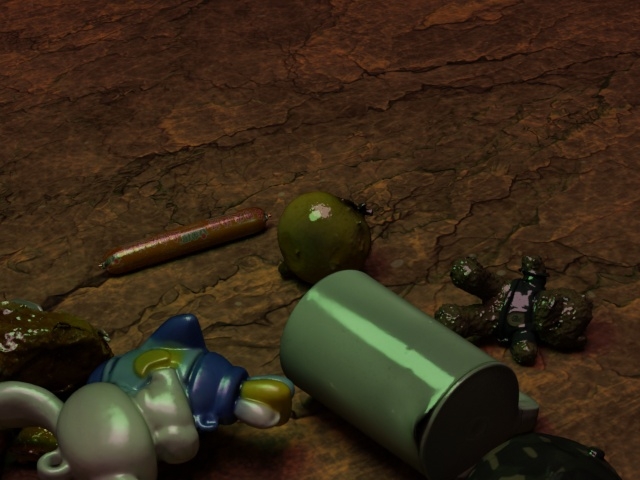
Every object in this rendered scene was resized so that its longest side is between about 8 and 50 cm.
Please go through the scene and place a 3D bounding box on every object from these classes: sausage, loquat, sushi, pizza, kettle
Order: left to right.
[{"bbox_3d":[-0.459,0.178,1.854,0.296,0.167,0.179,-14,28,-34],"label":"sushi"},{"bbox_3d":[-0.403,0.303,1.789,0.131,0.041,0.178,-27,38,-36],"label":"pizza"},{"bbox_3d":[-0.251,-0.002,2.251,0.347,0.053,0.053,-17,33,-19],"label":"sausage"},{"bbox_3d":[0.000,0.000,2.123,0.172,0.204,0.149,45,27,-3],"label":"loquat"},{"bbox_3d":[0.128,0.209,1.758,0.318,0.265,0.205,29,77,43],"label":"kettle"}]

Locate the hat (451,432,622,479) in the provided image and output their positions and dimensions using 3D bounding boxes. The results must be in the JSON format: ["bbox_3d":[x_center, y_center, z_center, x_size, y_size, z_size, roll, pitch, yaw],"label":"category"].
[{"bbox_3d":[0.209,0.397,1.410,0.366,0.257,0.381,20,20,38],"label":"hat"}]

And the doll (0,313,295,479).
[{"bbox_3d":[-0.242,0.256,1.710,0.365,0.187,0.376,-30,64,-34],"label":"doll"}]

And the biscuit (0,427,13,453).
[{"bbox_3d":[-0.525,0.307,1.779,0.144,0.033,0.224,-16,27,9],"label":"biscuit"}]

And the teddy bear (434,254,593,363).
[{"bbox_3d":[0.314,0.106,1.938,0.251,0.182,0.129,13,-7,2],"label":"teddy bear"}]

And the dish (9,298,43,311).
[{"bbox_3d":[-0.575,0.158,2.028,0.154,0.064,0.234,11,34,26],"label":"dish"}]
